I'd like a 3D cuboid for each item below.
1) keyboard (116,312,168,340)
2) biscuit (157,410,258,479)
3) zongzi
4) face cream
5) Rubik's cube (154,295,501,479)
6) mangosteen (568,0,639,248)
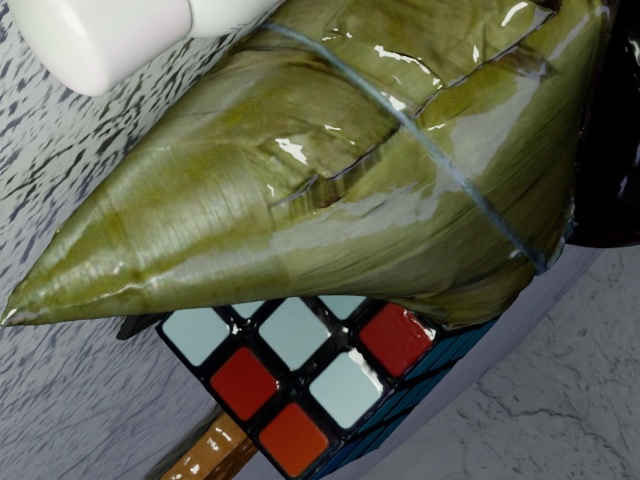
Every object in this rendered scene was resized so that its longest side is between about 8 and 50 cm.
[{"bbox_3d":[-0.068,0.013,1.164,0.202,0.011,0.067,-32,162,-46],"label":"keyboard"},{"bbox_3d":[-0.056,0.169,1.668,0.334,0.047,0.202,-45,170,14],"label":"biscuit"},{"bbox_3d":[0.000,0.000,0.907,0.360,0.160,0.323,-40,151,-17],"label":"zongzi"},{"bbox_3d":[-0.005,-0.150,0.632,0.269,0.082,0.082,-41,168,-21],"label":"face cream"},{"bbox_3d":[0.009,0.056,1.156,0.162,0.163,0.160,-47,167,18],"label":"Rubik's cube"},{"bbox_3d":[0.229,-0.100,1.099,0.233,0.287,0.287,-25,158,-46],"label":"mangosteen"}]
